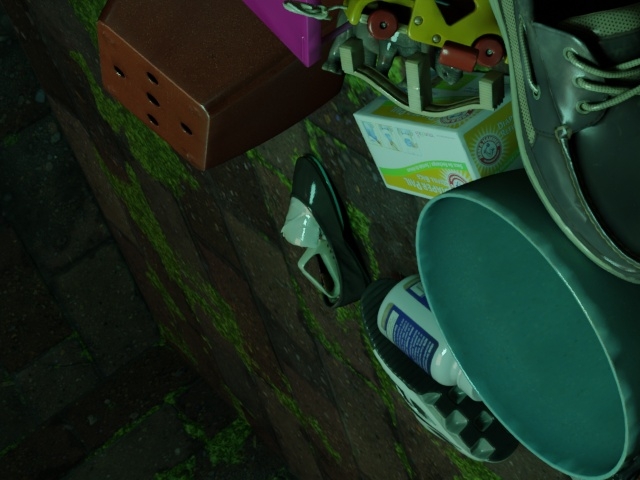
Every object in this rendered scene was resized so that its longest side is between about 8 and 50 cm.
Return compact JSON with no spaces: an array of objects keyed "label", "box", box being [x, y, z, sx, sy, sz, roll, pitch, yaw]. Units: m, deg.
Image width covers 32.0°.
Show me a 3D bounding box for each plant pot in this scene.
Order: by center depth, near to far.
[{"label":"plant pot","box":[0.251,0.045,1.034,0.290,0.195,0.290,50,158,29]},{"label":"plant pot","box":[-0.131,-0.248,1.401,0.267,0.236,0.267,40,160,7]}]

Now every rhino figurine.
[{"label":"rhino figurine","box":[0.092,-0.219,1.209,0.243,0.073,0.106,24,102,55]}]

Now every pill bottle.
[{"label":"pill bottle","box":[0.179,0.139,1.578,0.186,0.112,0.112,41,157,37]}]

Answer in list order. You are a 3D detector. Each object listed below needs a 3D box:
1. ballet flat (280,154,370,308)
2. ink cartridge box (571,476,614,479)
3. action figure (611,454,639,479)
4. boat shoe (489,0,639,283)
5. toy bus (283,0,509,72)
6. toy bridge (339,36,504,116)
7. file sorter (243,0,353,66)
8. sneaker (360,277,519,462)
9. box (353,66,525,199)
[{"label":"ballet flat","box":[0.000,0.000,1.799,0.095,0.096,0.280,27,147,55]},{"label":"ink cartridge box","box":[0.318,0.249,1.413,0.189,0.066,0.232,55,177,1]},{"label":"action figure","box":[0.365,0.236,1.253,0.275,0.141,0.164,33,163,45]},{"label":"boat shoe","box":[0.206,-0.137,0.858,0.130,0.132,0.355,70,180,-79]},{"label":"toy bus","box":[0.104,-0.228,1.006,0.191,0.202,0.104,28,112,32]},{"label":"toy bridge","box":[0.100,-0.161,1.144,0.188,0.026,0.063,19,137,31]},{"label":"file sorter","box":[-0.033,-0.368,1.116,0.291,0.182,0.202,48,161,22]},{"label":"sneaker","box":[0.159,0.211,1.734,0.330,0.122,0.146,55,160,2]},{"label":"box","box":[0.147,-0.114,1.221,0.203,0.114,0.103,20,142,58]}]
